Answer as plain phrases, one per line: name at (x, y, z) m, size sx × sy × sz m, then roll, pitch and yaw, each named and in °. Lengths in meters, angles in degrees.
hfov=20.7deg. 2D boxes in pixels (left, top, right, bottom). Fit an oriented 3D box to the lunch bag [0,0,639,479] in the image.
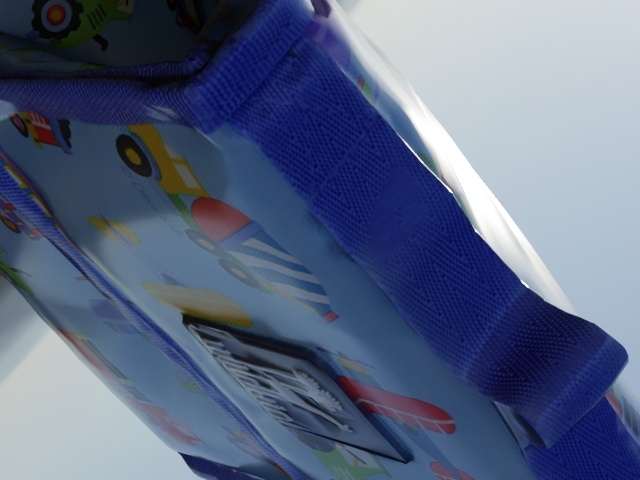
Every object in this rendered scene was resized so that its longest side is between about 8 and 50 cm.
lunch bag at (0.000, 0.000, 0.506) m, size 0.138 × 0.221 × 0.293 m, roll -44°, pitch -152°, yaw -11°
